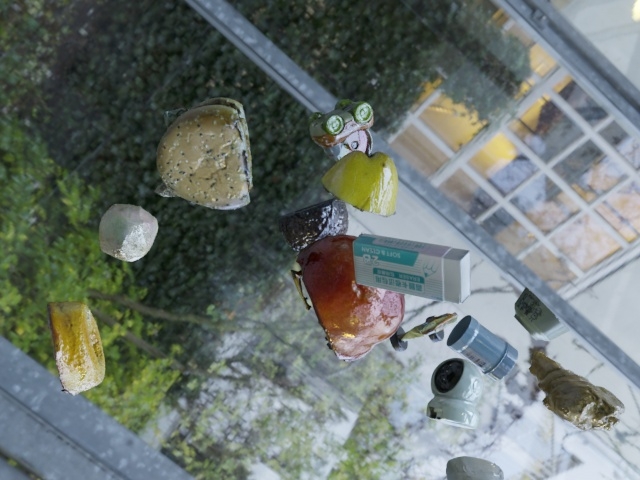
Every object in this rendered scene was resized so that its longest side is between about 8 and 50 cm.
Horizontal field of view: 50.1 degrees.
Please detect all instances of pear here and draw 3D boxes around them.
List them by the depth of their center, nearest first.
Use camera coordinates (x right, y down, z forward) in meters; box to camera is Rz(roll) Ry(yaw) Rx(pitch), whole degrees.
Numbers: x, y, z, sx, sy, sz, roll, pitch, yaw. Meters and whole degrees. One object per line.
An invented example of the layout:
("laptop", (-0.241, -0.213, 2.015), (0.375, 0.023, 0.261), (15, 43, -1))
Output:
("pear", (0.151, -0.193, 2.111), (0.178, 0.266, 0.267), (-60, -175, 22))

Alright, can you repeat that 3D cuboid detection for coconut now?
("coconut", (-0.610, -0.023, 2.163), (0.194, 0.194, 0.194), (-48, -170, 11))

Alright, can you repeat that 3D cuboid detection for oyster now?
("oyster", (-0.448, -0.151, 2.052), (0.038, 0.080, 0.083), (-62, 172, 25))

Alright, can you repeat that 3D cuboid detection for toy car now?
("toy car", (0.086, -0.353, 2.333), (0.235, 0.235, 0.145), (-51, -150, -7))

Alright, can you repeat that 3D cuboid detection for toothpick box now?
("toothpick box", (0.411, 0.273, 1.739), (0.101, 0.153, 0.101), (-53, -177, 4))

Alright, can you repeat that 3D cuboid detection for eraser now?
("eraser", (0.168, 0.050, 1.286), (0.225, 0.096, 0.052), (10, -152, 32))

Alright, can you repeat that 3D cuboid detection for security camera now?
("security camera", (0.489, 0.540, 2.448), (0.194, 0.194, 0.236), (154, -46, -68))

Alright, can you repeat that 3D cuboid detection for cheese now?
("cheese", (0.518, 0.825, 2.292), (0.189, 0.197, 0.155), (-50, 145, -75))

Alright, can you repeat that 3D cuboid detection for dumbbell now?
("dumbbell", (0.362, 0.354, 2.583), (0.191, 0.100, 0.100), (-21, -158, 26))

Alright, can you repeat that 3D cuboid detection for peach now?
("peach", (0.103, 0.169, 2.186), (0.309, 0.406, 0.335), (-25, -175, -4))

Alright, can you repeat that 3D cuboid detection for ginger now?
("ginger", (0.752, 0.428, 1.995), (0.236, 0.166, 0.375), (-6, -155, 9))

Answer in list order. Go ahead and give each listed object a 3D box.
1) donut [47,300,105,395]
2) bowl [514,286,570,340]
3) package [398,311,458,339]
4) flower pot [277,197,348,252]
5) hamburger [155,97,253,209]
("donut", (-0.611, 0.263, 1.692), (0.118, 0.254, 0.253), (-14, -175, -9))
("bowl", (0.764, 0.274, 2.418), (0.112, 0.211, 0.211), (-43, -170, 7))
("package", (0.248, 0.198, 1.570), (0.108, 0.031, 0.120), (-21, 174, -25))
("flower pot", (0.000, 0.000, 2.544), (0.266, 0.267, 0.266), (-20, -175, 2))
("hamburger", (-0.331, -0.249, 2.000), (0.276, 0.318, 0.195), (-5, -150, 6))
